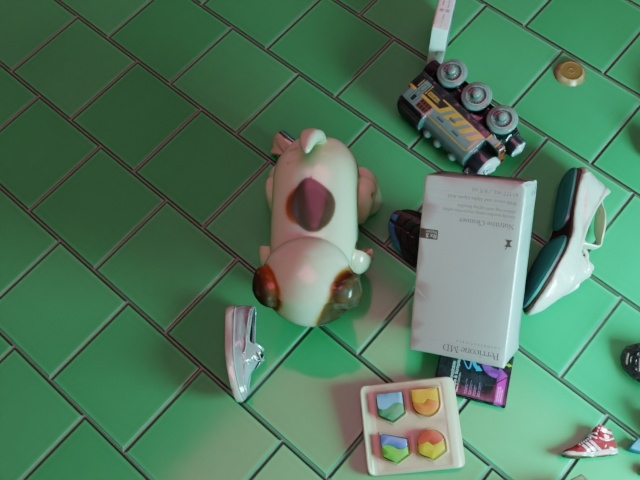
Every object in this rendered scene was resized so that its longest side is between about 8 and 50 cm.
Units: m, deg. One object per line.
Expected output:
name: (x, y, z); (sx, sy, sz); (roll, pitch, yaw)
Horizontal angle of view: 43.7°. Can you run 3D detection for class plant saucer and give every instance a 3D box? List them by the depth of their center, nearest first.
plant saucer: (0.657, -0.442, 2.093); (0.083, 0.015, 0.083); (-1, 65, 3)

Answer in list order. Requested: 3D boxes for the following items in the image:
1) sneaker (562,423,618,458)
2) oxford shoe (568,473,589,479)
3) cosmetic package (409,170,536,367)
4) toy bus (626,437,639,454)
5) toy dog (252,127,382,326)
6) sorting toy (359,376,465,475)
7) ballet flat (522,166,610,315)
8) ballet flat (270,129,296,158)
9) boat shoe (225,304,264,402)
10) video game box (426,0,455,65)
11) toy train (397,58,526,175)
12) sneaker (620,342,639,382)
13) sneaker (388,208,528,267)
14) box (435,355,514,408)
sneaker: (0.564, 0.425, 1.685); (0.118, 0.042, 0.067); (-3, 69, -6)
oxford shoe: (0.407, 0.578, 1.605); (0.348, 0.123, 0.130); (-17, 39, -3)
cosmetic package: (0.323, 0.053, 1.690); (0.217, 0.156, 0.385); (7, 100, 23)
toy bus: (0.762, 0.418, 1.642); (0.202, 0.104, 0.191); (25, 69, 14)
toy dog: (0.000, 0.000, 1.735); (0.284, 0.395, 0.408); (8, 57, -2)
sorting toy: (0.194, 0.396, 1.707); (0.208, 0.038, 0.193); (-7, 71, 4)
ballet flat: (0.582, 0.012, 1.838); (0.139, 0.139, 0.400); (20, 67, 12)
ballet flat: (-0.026, -0.182, 1.989); (0.248, 0.086, 0.086); (36, 72, 19)
boat shoe: (-0.167, 0.247, 1.790); (0.081, 0.079, 0.227); (-9, 62, 4)
video game box: (0.315, -0.552, 2.060); (0.048, 0.205, 0.187); (14, 67, 8)
toy train: (0.348, -0.303, 1.990); (0.190, 0.142, 0.334); (-42, 72, -1)
sneaker: (0.790, 0.278, 1.718); (0.271, 0.108, 0.100); (7, 90, 23)
sneaker: (0.320, 0.016, 1.866); (0.341, 0.125, 0.139); (29, 44, 17)
box: (0.338, 0.295, 1.765); (0.162, 0.029, 0.116); (11, 66, 11)
